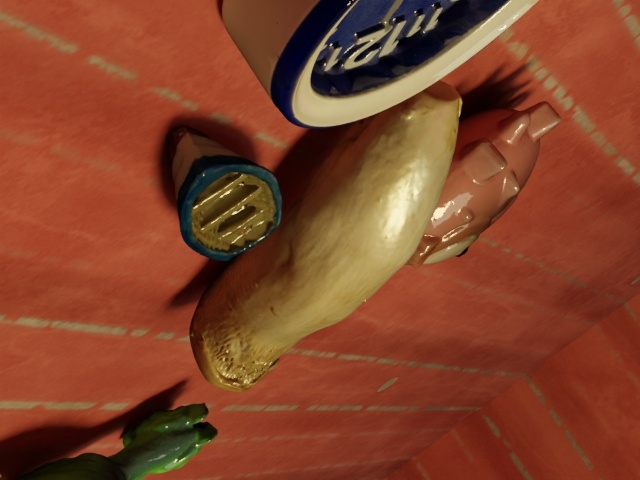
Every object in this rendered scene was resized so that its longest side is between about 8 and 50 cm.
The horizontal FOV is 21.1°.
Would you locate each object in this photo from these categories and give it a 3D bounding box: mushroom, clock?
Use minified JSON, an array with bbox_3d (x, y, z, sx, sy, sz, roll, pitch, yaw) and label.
[{"bbox_3d":[0.000,0.000,1.350,0.095,0.122,0.351,13,138,-29],"label":"mushroom"},{"bbox_3d":[0.054,-0.165,1.011,0.230,0.083,0.230,-34,168,-8],"label":"clock"}]

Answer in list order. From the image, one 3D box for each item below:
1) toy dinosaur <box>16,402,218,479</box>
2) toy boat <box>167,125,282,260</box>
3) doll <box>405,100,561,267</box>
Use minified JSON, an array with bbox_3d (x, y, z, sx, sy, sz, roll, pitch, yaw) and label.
[{"bbox_3d":[-0.193,0.248,1.480,0.374,0.144,0.500,-27,-174,-23],"label":"toy dinosaur"},{"bbox_3d":[-0.072,-0.034,1.210,0.080,0.046,0.229,-34,165,0],"label":"toy boat"},{"bbox_3d":[0.110,-0.040,1.476,0.262,0.093,0.211,-37,171,-41],"label":"doll"}]
